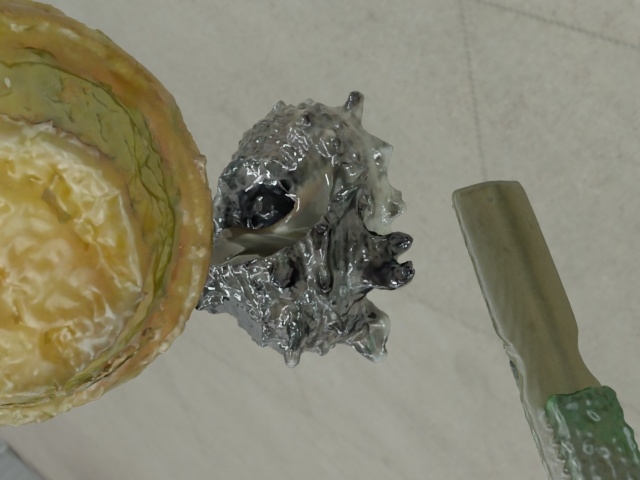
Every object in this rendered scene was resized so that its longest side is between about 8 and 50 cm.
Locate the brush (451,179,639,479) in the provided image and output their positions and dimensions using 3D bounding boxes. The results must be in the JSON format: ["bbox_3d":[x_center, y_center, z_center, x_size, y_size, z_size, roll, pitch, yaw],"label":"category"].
[{"bbox_3d":[0.147,0.080,0.718,0.048,0.054,0.282,99,157,-60],"label":"brush"}]

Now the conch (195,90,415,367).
[{"bbox_3d":[-0.005,-0.012,1.005,0.186,0.241,0.313,19,-168,-8],"label":"conch"}]

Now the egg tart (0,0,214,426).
[{"bbox_3d":[-0.195,-0.004,0.673,0.288,0.288,0.118,60,172,-23],"label":"egg tart"}]
